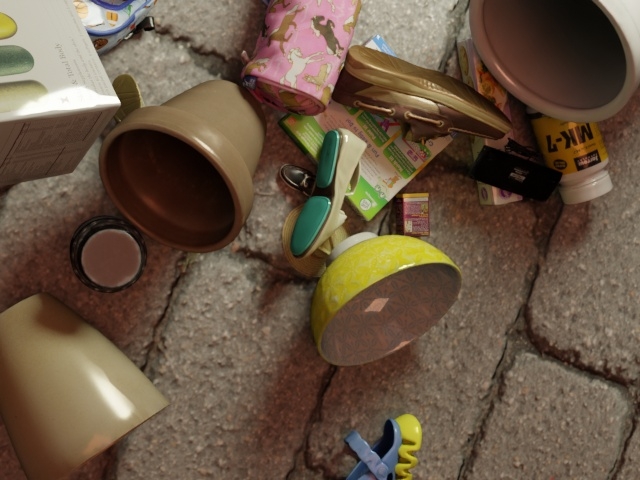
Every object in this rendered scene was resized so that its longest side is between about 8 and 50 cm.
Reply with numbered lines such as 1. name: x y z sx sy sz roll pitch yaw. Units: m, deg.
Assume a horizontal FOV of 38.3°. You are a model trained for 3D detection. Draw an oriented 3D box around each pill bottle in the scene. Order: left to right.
1. pill bottle: -0.351 0.022 1.520 0.123 0.219 0.123 -1 94 -16
2. pill bottle: 0.489 -0.184 1.792 0.119 0.119 0.208 -24 100 -13

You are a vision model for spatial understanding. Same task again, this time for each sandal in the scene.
1. sandal: 0.097 0.481 1.736 0.138 0.126 0.317 9 83 -12

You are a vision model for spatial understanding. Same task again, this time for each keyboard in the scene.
1. keyboard: 0.372 -0.140 1.734 0.192 0.038 0.100 15 120 -28

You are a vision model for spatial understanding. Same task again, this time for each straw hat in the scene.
1. straw hat: 0.000 0.000 1.699 0.144 0.061 0.144 -1 94 -16

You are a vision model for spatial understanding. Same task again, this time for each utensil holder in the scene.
1. utensil holder: 0.510 -0.452 1.645 0.385 0.327 0.327 -45 104 -23

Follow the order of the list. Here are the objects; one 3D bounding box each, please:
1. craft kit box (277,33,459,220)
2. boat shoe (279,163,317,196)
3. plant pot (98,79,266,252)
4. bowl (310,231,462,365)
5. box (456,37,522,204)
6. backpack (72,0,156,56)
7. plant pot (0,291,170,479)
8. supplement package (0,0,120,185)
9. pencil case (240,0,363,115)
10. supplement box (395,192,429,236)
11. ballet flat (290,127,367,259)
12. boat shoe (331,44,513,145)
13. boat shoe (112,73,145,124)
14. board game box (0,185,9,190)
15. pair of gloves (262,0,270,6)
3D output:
1. craft kit box: 0.091 -0.208 1.715 0.246 0.061 0.250 -44 103 -11
2. boat shoe: -0.018 -0.102 1.696 0.125 0.038 0.046 34 84 -10
3. plant pot: -0.199 -0.146 1.537 0.263 0.263 0.229 45 45 -14
4. bowl: 0.093 0.079 1.664 0.289 0.289 0.156 -23 58 -13
5. box: 0.325 -0.231 1.771 0.063 0.067 0.324 -11 98 -15
6. backpack: -0.386 -0.411 1.449 0.276 0.213 0.263 38 48 -14
7. plant pot: -0.431 0.232 1.522 0.256 0.256 0.274 -34 85 -11
8. supplement package: -0.457 -0.200 1.254 0.263 0.198 0.199 -17 75 -42
9. pencil case: -0.014 -0.415 1.588 0.167 0.160 0.386 20 86 -16
10. supplement box: 0.175 -0.049 1.753 0.055 0.043 0.083 -2 93 -16
11. ballet flat: 0.022 -0.076 1.643 0.086 0.086 0.248 19 89 -16
12. boat shoe: 0.182 -0.237 1.665 0.342 0.123 0.123 16 119 -21
13. boat shoe: -0.329 -0.212 1.607 0.056 0.048 0.153 -15 91 -2
14. board game box: -0.553 -0.073 1.445 0.165 0.243 0.042 -31 102 -12
15. pair of gloves: -0.072 -0.518 1.663 0.159 0.023 0.198 23 87 -16
